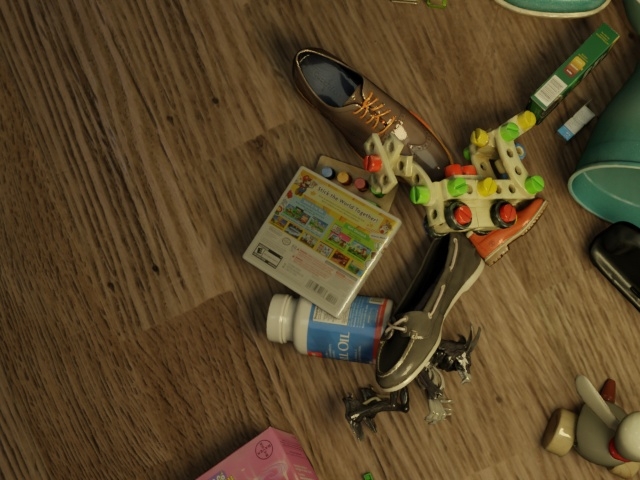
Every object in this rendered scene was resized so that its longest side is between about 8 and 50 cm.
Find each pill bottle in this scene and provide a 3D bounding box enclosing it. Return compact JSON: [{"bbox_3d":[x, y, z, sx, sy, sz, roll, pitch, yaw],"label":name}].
[{"bbox_3d":[0.020,0.155,1.548,0.222,0.124,0.124,6,89,11],"label":"pill bottle"}]

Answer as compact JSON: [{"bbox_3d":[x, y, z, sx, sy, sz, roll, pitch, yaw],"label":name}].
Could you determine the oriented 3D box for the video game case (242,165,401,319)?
[{"bbox_3d":[0.000,0.000,1.525,0.227,0.026,0.206,31,86,26],"label":"video game case"}]

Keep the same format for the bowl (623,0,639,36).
[{"bbox_3d":[0.640,-0.431,1.424,0.312,0.163,0.311,-2,69,5],"label":"bowl"}]

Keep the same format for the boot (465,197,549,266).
[{"bbox_3d":[0.339,-0.035,1.536,0.158,0.059,0.084,-42,77,7],"label":"boot"}]

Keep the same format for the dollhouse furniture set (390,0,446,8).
[{"bbox_3d":[0.201,-0.480,1.578,0.152,0.058,0.076,9,89,10],"label":"dollhouse furniture set"}]

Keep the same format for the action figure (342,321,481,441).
[{"bbox_3d":[0.185,0.261,1.503,0.276,0.164,0.140,-35,70,16],"label":"action figure"}]

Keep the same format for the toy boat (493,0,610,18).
[{"bbox_3d":[0.406,-0.557,1.498,0.268,0.148,0.318,8,88,8],"label":"toy boat"}]

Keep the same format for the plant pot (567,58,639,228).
[{"bbox_3d":[0.582,-0.170,1.408,0.272,0.271,0.255,19,76,10],"label":"plant pot"}]

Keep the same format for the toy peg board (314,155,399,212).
[{"bbox_3d":[0.042,-0.063,1.577,0.161,0.079,0.161,21,91,10],"label":"toy peg board"}]

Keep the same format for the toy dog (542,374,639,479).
[{"bbox_3d":[0.497,0.292,1.389,0.220,0.334,0.160,25,74,-14],"label":"toy dog"}]

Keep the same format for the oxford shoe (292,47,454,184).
[{"bbox_3d":[0.088,-0.220,1.545,0.364,0.133,0.130,37,93,6],"label":"oxford shoe"}]

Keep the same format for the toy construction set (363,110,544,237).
[{"bbox_3d":[0.239,-0.114,1.445,0.328,0.151,0.214,-6,80,-19],"label":"toy construction set"}]

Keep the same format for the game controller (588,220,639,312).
[{"bbox_3d":[0.592,0.100,1.430,0.067,0.166,0.319,-40,81,-22],"label":"game controller"}]

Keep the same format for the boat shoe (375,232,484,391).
[{"bbox_3d":[0.170,0.111,1.460,0.095,0.112,0.335,50,55,-17],"label":"boat shoe"}]

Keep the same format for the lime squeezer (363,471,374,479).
[{"bbox_3d":[0.132,0.580,1.527,0.059,0.110,0.310,-32,51,23],"label":"lime squeezer"}]

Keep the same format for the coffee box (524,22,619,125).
[{"bbox_3d":[0.441,-0.292,1.496,0.040,0.113,0.184,44,90,10],"label":"coffee box"}]

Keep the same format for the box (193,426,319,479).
[{"bbox_3d":[-0.098,0.500,1.519,0.214,0.117,0.243,-36,62,7],"label":"box"}]

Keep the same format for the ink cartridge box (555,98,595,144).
[{"bbox_3d":[0.465,-0.213,1.525,0.083,0.048,0.028,-44,81,6],"label":"ink cartridge box"}]
